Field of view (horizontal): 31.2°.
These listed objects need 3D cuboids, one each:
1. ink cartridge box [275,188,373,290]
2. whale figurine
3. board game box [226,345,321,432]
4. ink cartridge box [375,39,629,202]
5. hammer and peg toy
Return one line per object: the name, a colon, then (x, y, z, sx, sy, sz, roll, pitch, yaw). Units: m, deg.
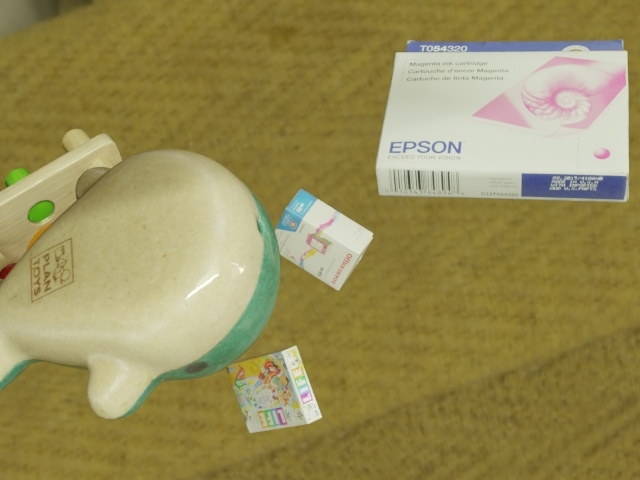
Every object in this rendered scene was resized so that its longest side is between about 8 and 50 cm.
ink cartridge box: (0.000, 0.000, 1.597, 0.122, 0.088, 0.052, 31, 45, 3)
whale figurine: (-0.154, 0.045, 0.888, 0.272, 0.141, 0.216, -24, 57, 18)
board game box: (-0.067, 0.208, 1.581, 0.026, 0.154, 0.103, -20, 89, -37)
ink cartridge box: (0.255, -0.192, 1.571, 0.324, 0.071, 0.330, 1, 50, 12)
hammer and peg toy: (-0.402, 0.033, 1.538, 0.361, 0.266, 0.127, -34, 56, -15)
